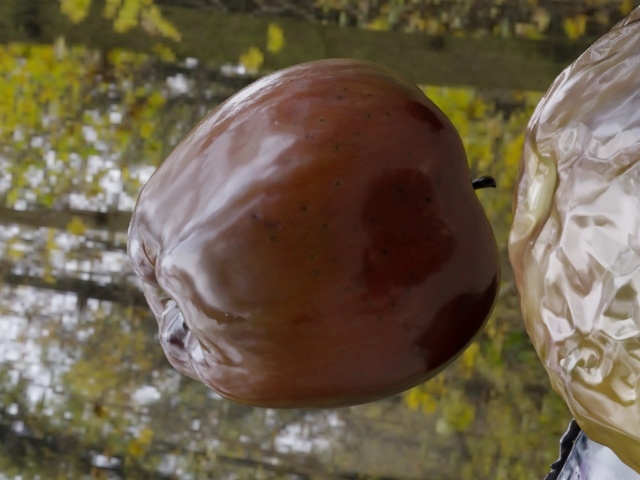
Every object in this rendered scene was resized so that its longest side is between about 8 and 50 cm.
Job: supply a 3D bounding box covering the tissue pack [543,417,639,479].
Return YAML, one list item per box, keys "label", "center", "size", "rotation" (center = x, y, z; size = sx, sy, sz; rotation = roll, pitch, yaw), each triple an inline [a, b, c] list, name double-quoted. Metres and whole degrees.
- label: "tissue pack"
  center: [0.302, 0.230, 0.933]
  size: [0.361, 0.122, 0.259]
  rotation: [52, 129, 49]

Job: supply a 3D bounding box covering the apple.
- label: "apple"
  center: [0.001, 0.000, 0.870]
  size: [0.234, 0.234, 0.234]
  rotation: [7, -90, -77]

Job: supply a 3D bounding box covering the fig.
- label: "fig"
  center: [0.235, -0.042, 0.551]
  size: [0.369, 0.286, 0.286]
  rotation: [104, -177, -50]
